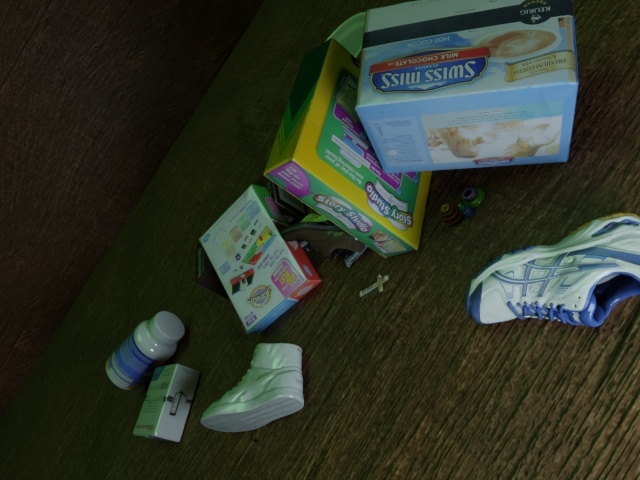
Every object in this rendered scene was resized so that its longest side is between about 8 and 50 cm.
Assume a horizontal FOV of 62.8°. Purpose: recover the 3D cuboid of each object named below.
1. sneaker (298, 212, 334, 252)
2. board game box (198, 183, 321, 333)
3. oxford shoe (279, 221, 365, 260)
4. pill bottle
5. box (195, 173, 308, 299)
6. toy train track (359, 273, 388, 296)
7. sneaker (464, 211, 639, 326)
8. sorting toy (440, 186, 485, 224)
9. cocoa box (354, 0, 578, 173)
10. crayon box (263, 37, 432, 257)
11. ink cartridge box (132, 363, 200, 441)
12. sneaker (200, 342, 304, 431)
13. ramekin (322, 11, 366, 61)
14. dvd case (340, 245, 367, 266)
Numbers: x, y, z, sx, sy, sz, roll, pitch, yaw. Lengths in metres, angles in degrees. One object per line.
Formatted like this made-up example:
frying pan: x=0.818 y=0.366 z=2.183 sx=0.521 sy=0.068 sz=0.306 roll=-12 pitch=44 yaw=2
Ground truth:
sneaker: x=-0.006 y=-0.043 z=1.382 sx=0.208 sy=0.081 sz=0.094 roll=-21 pitch=41 yaw=42
board game box: x=-0.170 y=0.049 z=1.396 sx=0.242 sy=0.064 sz=0.316 roll=-41 pitch=66 yaw=24
oxford shoe: x=0.000 y=0.000 z=1.256 sx=0.227 sy=0.083 sz=0.096 roll=2 pitch=94 yaw=30
pill bottle: x=-0.573 y=0.359 z=1.733 sx=0.272 sy=0.152 sz=0.152 roll=-44 pitch=35 yaw=21
box: x=-0.215 y=-0.018 z=1.590 sx=0.381 sy=0.143 sz=0.191 roll=-44 pitch=35 yaw=23
toy train track: x=0.115 y=0.099 z=1.156 sx=0.083 sy=0.014 sz=0.048 roll=-37 pitch=37 yaw=30
sneaker: x=0.348 y=0.074 z=0.773 sx=0.296 sy=0.112 sz=0.131 roll=-34 pitch=39 yaw=34
sorting toy: x=0.281 y=-0.073 z=1.053 sx=0.102 sy=0.042 sz=0.061 roll=-46 pitch=34 yaw=17
cocoa box: x=0.262 y=-0.278 z=0.942 sx=0.347 sy=0.231 sz=0.228 roll=-1 pitch=66 yaw=21
crayon box: x=0.084 y=-0.184 z=1.113 sx=0.106 sy=0.363 sz=0.313 roll=-15 pitch=51 yaw=48
ink cartridge box: x=-0.446 y=0.473 z=1.524 sx=0.148 sy=0.086 sz=0.203 roll=-19 pitch=49 yaw=45
sneaker: x=-0.155 y=0.341 z=1.239 sx=0.292 sy=0.108 sz=0.169 roll=-26 pitch=41 yaw=26
ramekin: x=0.098 y=-0.545 z=1.620 sx=0.277 sy=0.135 sz=0.277 roll=-33 pitch=39 yaw=32
dvd case: x=0.092 y=-0.003 z=1.276 sx=0.119 sy=0.013 sz=0.087 roll=-47 pitch=33 yaw=14
